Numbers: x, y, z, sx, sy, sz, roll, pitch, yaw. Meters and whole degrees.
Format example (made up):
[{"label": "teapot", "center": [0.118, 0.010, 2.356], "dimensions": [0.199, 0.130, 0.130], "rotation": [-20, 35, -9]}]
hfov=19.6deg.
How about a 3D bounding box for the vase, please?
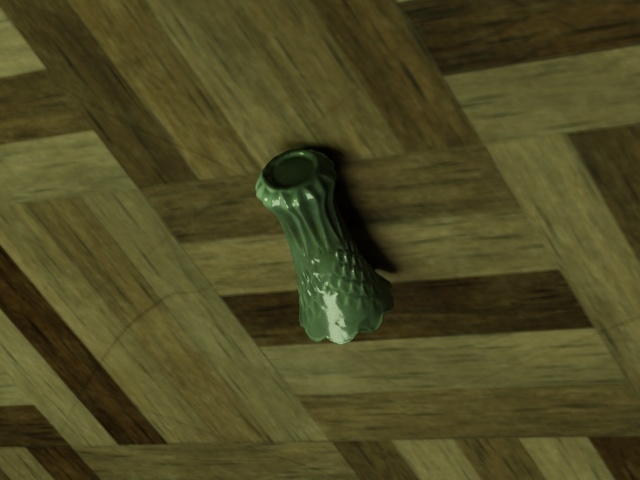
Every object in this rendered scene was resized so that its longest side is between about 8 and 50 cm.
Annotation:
[{"label": "vase", "center": [0.000, 0.000, 1.423], "dimensions": [0.081, 0.081, 0.148], "rotation": [4, 134, 28]}]
